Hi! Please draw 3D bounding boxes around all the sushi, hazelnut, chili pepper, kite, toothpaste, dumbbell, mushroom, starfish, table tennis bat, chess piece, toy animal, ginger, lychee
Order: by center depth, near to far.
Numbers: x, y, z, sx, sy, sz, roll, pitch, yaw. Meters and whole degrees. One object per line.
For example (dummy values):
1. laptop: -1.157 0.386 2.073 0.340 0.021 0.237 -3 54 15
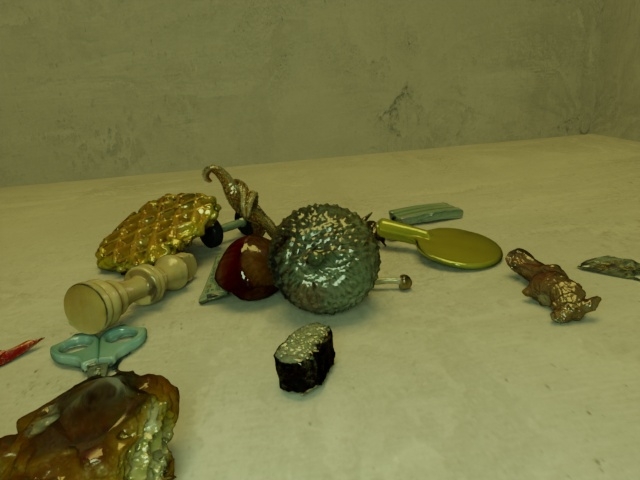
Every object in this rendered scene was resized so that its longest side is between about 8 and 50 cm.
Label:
1. sushi: -0.026 0.208 0.926 0.090 0.078 0.150 -4 18 20
2. chili pepper: -0.652 0.237 1.057 0.045 0.027 0.178 15 26 35
3. lychee: 0.008 0.041 1.171 0.255 0.256 0.274 -4 -3 1
4. ginger: 0.509 0.097 1.172 0.122 0.084 0.290 -25 21 7
5. chess piece: -0.421 0.104 1.257 0.117 0.117 0.397 3 13 20
6. kite: 0.760 0.074 1.258 0.141 0.015 0.245 -17 22 -28
7. hazelnut: -0.154 0.074 1.277 0.201 0.161 0.170 29 6 -43
8. mushroom: 0.082 0.094 1.319 0.306 0.043 0.068 5 3 29
9. toothpaste: -0.267 0.093 1.378 0.069 0.047 0.268 13 19 -9
10. table tennis bat: 0.324 0.005 1.466 0.368 0.054 0.224 17 29 26
11. starfish: -0.229 -0.096 1.576 0.113 0.303 0.312 -34 49 -10
12. toy animal: 0.168 -0.037 1.646 0.105 0.070 0.202 -35 34 -22
13. dumbbell: -0.302 -0.047 1.720 0.100 0.100 0.191 13 26 42

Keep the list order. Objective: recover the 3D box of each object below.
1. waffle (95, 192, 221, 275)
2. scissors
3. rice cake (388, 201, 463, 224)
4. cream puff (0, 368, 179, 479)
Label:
1. waffle: -0.493 -0.032 1.580 0.379 0.095 0.382 3 40 37
2. scissors: -0.419 0.244 0.977 0.191 0.030 0.360 -9 18 -19
3. rice cake: 0.365 -0.094 1.806 0.236 0.043 0.127 -10 21 -15
4. cream puff: -0.296 0.273 0.671 0.241 0.155 0.268 12 26 43
